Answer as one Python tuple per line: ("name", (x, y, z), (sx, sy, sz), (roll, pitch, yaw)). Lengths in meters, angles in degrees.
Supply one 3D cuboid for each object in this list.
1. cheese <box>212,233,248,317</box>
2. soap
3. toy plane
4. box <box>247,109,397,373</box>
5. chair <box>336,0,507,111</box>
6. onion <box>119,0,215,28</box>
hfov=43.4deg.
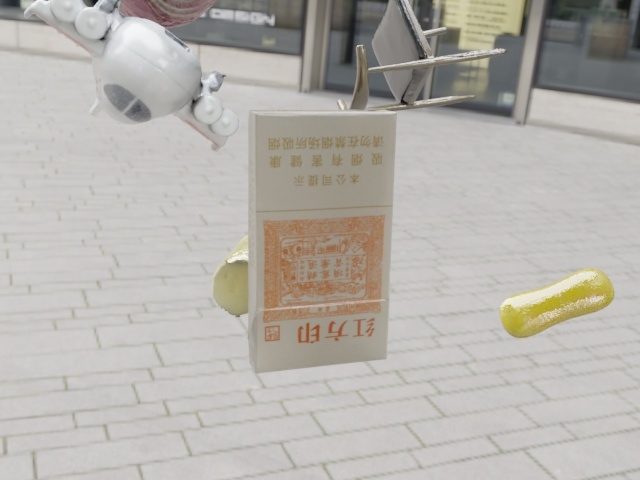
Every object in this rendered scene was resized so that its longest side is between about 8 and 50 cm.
("cheese", (-0.109, 0.041, 1.345), (0.094, 0.123, 0.167), (41, 29, -7))
("soap", (0.174, 0.046, 0.592), (0.089, 0.034, 0.012), (-20, -19, -6))
("toy plane", (-0.200, -0.181, 0.875), (0.252, 0.118, 0.252), (33, -5, 3))
("box", (0.000, 0.001, 1.133), (0.204, 0.366, 0.051), (-3, 15, -18))
("chair", (0.147, -0.324, 1.392), (0.272, 0.167, 0.188), (-17, -16, -16))
("onion", (-0.247, -0.415, 1.072), (0.272, 0.256, 0.230), (-21, -11, -10))
